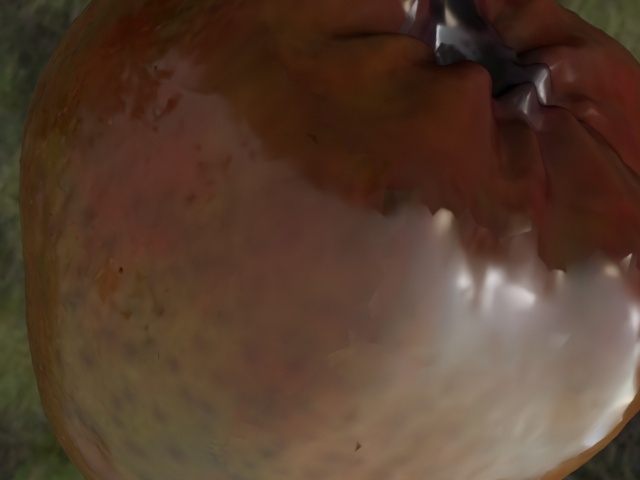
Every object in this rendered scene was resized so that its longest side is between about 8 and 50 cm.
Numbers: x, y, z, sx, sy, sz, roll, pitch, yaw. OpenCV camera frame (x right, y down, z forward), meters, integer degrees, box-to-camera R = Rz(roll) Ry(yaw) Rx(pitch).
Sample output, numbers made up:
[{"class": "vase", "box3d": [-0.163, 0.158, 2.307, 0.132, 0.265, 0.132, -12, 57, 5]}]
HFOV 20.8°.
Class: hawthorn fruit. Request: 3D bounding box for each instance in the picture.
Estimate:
[{"class": "hawthorn fruit", "box3d": [0.000, 0.000, 1.158, 0.471, 0.472, 0.472, 13, 142, 10]}]
